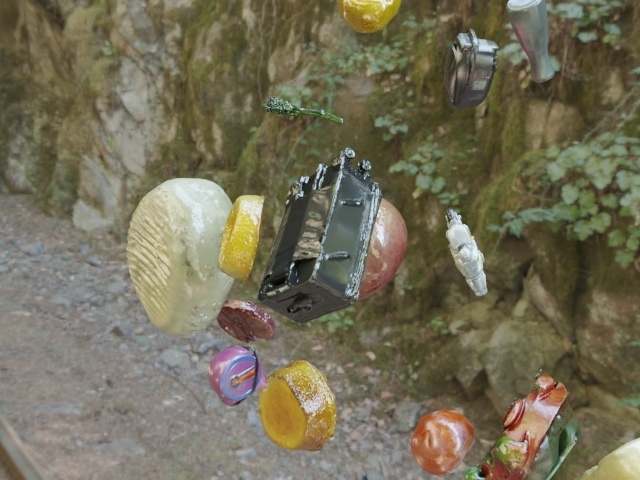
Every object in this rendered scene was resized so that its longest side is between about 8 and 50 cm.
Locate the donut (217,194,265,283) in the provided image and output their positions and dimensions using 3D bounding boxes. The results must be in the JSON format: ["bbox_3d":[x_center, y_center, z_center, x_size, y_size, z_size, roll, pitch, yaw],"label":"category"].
[{"bbox_3d":[-0.155,-0.007,1.129,0.065,0.162,0.179,14,46,-11],"label":"donut"}]

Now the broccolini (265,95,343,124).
[{"bbox_3d":[-0.043,-0.354,1.606,0.239,0.051,0.054,5,-32,-30],"label":"broccolini"}]

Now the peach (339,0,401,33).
[{"bbox_3d":[0.136,-0.671,1.633,0.179,0.179,0.103,7,-13,8],"label":"peach"}]

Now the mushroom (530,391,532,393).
[{"bbox_3d":[0.693,0.531,1.762,0.084,0.209,0.071,3,47,43],"label":"mushroom"}]

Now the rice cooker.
[{"bbox_3d":[0.384,-0.440,1.511,0.118,0.203,0.142,1,47,-3],"label":"rice cooker"}]

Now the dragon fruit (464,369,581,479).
[{"bbox_3d":[0.420,0.411,1.178,0.130,0.295,0.268,37,-11,26],"label":"dragon fruit"}]

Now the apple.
[{"bbox_3d":[0.107,0.006,1.830,0.269,0.345,0.344,44,-7,-24],"label":"apple"}]

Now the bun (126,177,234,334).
[{"bbox_3d":[-0.315,0.037,1.376,0.326,0.362,0.234,-2,0,43],"label":"bun"}]

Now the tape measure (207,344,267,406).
[{"bbox_3d":[-0.185,0.299,1.282,0.118,0.125,0.074,-23,19,-34],"label":"tape measure"}]

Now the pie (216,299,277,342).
[{"bbox_3d":[-0.244,0.266,1.904,0.218,0.204,0.054,-2,45,33],"label":"pie"}]

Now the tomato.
[{"bbox_3d":[0.415,0.685,1.996,0.188,0.232,0.232,33,20,20],"label":"tomato"}]

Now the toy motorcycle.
[{"bbox_3d":[0.363,0.032,1.450,0.074,0.229,0.151,-20,15,13],"label":"toy motorcycle"}]

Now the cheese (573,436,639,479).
[{"bbox_3d":[0.614,0.556,1.256,0.383,0.384,0.104,-1,47,-33],"label":"cheese"}]

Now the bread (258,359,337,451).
[{"bbox_3d":[-0.083,0.575,2.005,0.172,0.313,0.312,-1,12,-43],"label":"bread"}]

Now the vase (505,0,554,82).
[{"bbox_3d":[0.513,-0.483,1.398,0.086,0.086,0.214,15,-31,44],"label":"vase"}]

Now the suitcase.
[{"bbox_3d":[0.000,0.000,1.499,0.194,0.434,0.283,33,-36,-24],"label":"suitcase"}]
